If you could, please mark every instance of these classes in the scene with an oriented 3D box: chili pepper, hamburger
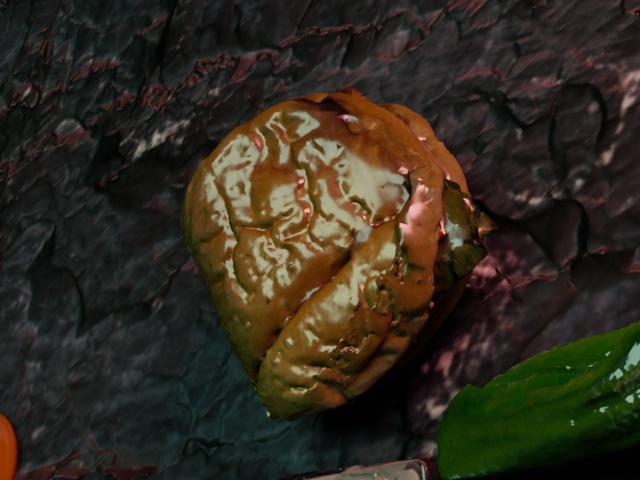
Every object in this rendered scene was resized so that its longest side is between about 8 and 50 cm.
[{"bbox_3d":[0.159,0.068,0.910,0.257,0.074,0.100,-23,2,33],"label":"chili pepper"},{"bbox_3d":[0.000,0.000,1.106,0.183,0.130,0.206,-47,39,15],"label":"hamburger"}]

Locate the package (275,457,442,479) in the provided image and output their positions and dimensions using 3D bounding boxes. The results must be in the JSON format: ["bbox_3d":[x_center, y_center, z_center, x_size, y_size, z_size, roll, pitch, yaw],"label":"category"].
[{"bbox_3d":[-0.009,0.239,1.005,0.154,0.030,0.239,-13,53,42],"label":"package"}]

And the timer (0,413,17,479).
[{"bbox_3d":[-0.321,0.157,1.325,0.132,0.152,0.132,-29,43,32],"label":"timer"}]
